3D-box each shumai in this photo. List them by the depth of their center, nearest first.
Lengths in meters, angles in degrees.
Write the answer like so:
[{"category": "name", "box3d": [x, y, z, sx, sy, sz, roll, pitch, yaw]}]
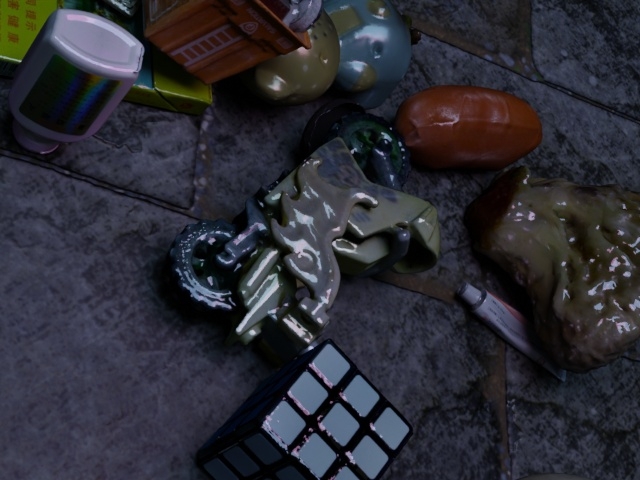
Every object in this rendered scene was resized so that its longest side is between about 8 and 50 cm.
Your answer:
[{"category": "shumai", "box3d": [0.376, 0.003, 1.821, 0.283, 0.217, 0.346, 46, 53, -6]}]

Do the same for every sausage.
[{"category": "sausage", "box3d": [0.224, -0.171, 1.870, 0.258, 0.133, 0.133, 1, 66, -33]}]

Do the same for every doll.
[{"category": "doll", "box3d": [-0.010, -0.273, 1.741, 0.260, 0.161, 0.177, -9, 64, -35]}]

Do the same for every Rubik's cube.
[{"category": "Rubik's cube", "box3d": [-0.019, 0.240, 1.470, 0.163, 0.160, 0.162, 46, 50, -6]}]

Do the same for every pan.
[{"category": "pan", "box3d": [0.051, -0.135, 1.773, 0.212, 0.115, 0.040, 19, 13, -46]}]

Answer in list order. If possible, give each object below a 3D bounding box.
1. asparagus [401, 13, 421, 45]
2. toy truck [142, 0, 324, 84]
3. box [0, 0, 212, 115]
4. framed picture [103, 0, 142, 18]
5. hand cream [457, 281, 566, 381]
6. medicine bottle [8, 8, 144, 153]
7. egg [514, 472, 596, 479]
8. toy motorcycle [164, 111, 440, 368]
[{"category": "asparagus", "box3d": [0.131, -0.315, 1.870, 0.027, 0.034, 0.236, 39, 13, -11]}, {"category": "toy truck", "box3d": [-0.137, -0.406, 1.631, 0.173, 0.207, 0.387, 36, 39, -48]}, {"category": "box", "box3d": [-0.304, -0.280, 1.627, 0.335, 0.047, 0.187, 9, 61, -31]}, {"category": "framed picture", "box3d": [-0.293, -0.444, 1.700, 0.231, 0.018, 0.293, 33, 43, -9]}, {"category": "hand cream", "box3d": [0.285, 0.126, 1.819, 0.216, 0.038, 0.052, 37, 75, -19]}, {"category": "medicine bottle", "box3d": [-0.300, -0.178, 1.462, 0.115, 0.219, 0.078, 20, 56, -24]}, {"category": "egg", "box3d": [0.340, 0.439, 1.546, 0.352, 0.258, 0.258, 44, 50, -6]}, {"category": "toy motorcycle", "box3d": [0.000, 0.000, 1.608, 0.410, 0.169, 0.237, -36, 81, -31]}]
